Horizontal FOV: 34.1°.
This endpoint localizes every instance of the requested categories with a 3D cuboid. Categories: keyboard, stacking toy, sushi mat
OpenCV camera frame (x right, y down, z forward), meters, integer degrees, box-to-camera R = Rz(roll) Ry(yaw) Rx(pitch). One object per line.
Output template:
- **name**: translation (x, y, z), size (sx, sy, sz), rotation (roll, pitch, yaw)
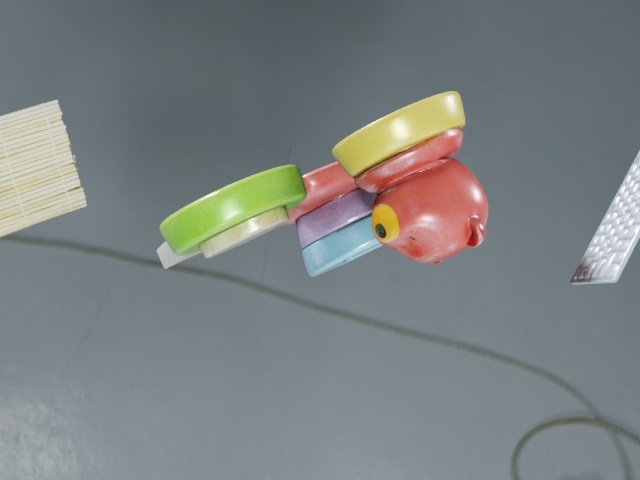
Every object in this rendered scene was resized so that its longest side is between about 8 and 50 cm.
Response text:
- **keyboard**: translation (0.283, -0.074, 0.867), size (0.014, 0.072, 0.256), rotation (31, 80, -5)
- **stacking toy**: translation (0.000, 0.000, 0.970), size (0.279, 0.309, 0.130), rotation (-24, 87, -15)
- **sushi mat**: translation (-0.453, -0.066, 1.333), size (0.316, 0.019, 0.152), rotation (-25, 107, -35)
